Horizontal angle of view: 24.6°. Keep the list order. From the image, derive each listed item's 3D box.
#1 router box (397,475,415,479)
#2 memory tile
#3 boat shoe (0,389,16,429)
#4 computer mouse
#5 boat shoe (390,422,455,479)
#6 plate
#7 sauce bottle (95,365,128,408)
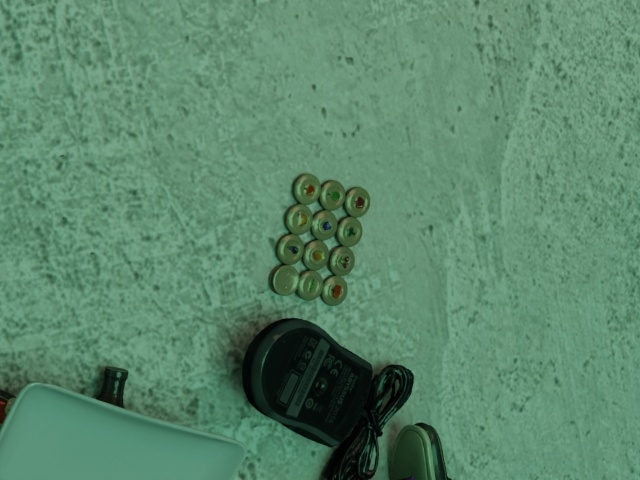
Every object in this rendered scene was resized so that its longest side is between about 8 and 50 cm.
[{"bbox_3d":[0.073,0.377,1.771,0.133,0.046,0.179,-16,120,6],"label":"router box"},{"bbox_3d":[0.000,0.000,1.738,0.113,0.012,0.148,15,90,-34],"label":"memory tile"},{"bbox_3d":[-0.318,0.194,1.543,0.137,0.043,0.049,34,80,-31],"label":"boat shoe"},{"bbox_3d":[-0.012,0.179,1.730,0.272,0.072,0.188,42,72,-43],"label":"computer mouse"},{"bbox_3d":[0.142,0.326,1.842,0.079,0.084,0.233,-23,115,-31],"label":"boat shoe"},{"bbox_3d":[-0.255,0.289,1.560,0.277,0.045,0.278,22,104,-32],"label":"plate"},{"bbox_3d":[-0.235,0.202,1.599,0.042,0.042,0.128,9,93,-34],"label":"sauce bottle"}]
